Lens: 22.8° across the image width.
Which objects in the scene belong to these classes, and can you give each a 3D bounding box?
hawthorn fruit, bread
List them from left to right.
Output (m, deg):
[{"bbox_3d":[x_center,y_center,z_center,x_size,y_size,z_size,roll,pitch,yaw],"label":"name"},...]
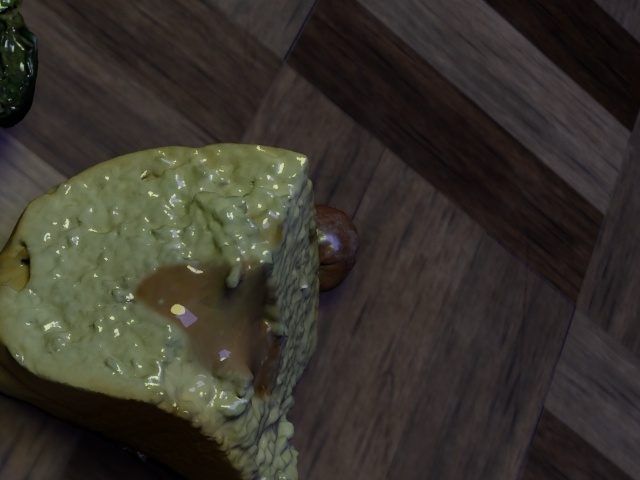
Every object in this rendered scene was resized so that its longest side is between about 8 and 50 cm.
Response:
[{"bbox_3d":[-0.114,0.053,1.057,0.211,0.224,0.184,8,62,12],"label":"bread"},{"bbox_3d":[0.000,0.000,1.192,0.067,0.067,0.103,52,21,-5],"label":"hawthorn fruit"}]

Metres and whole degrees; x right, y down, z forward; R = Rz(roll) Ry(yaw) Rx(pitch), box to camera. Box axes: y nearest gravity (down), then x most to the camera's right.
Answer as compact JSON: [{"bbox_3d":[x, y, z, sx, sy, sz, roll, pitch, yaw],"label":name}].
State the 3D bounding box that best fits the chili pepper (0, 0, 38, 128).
[{"bbox_3d":[-0.255,-0.185,1.040,0.116,0.148,0.264,-11,73,-8],"label":"chili pepper"}]
